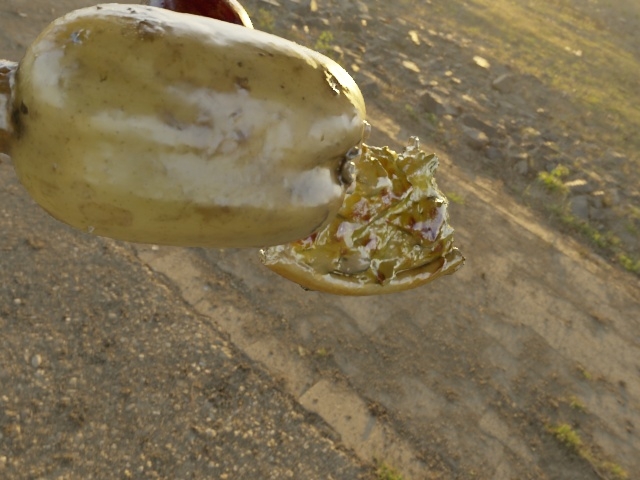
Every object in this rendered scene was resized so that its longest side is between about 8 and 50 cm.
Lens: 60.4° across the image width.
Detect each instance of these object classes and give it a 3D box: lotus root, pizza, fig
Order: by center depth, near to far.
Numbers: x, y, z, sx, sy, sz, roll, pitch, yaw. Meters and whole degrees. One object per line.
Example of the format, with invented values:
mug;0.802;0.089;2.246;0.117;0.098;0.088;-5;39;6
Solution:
lotus root;-0.093;-0.075;0.390;0.284;0.160;0.146;6;-2;-21
pizza;0.080;-0.033;0.720;0.323;0.223;0.089;2;8;-32
fig;-0.144;-0.240;0.724;0.207;0.175;0.175;31;36;16

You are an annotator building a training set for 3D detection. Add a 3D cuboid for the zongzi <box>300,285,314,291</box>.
zongzi;0.000;0.000;0.975;0.062;0.154;0.130;11;44;-49
